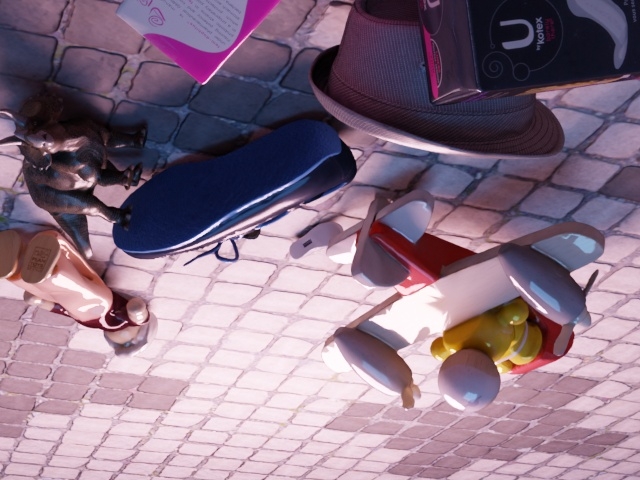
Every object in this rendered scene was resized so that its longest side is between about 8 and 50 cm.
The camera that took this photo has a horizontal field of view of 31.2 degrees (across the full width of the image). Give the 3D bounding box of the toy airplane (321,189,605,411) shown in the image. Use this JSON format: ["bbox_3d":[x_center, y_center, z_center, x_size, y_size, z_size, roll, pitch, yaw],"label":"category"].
[{"bbox_3d":[0.186,0.100,1.593,0.384,0.272,0.386,-2,151,2],"label":"toy airplane"}]

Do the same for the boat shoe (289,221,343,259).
[{"bbox_3d":[0.000,0.000,1.654,0.100,0.035,0.035,-32,167,36],"label":"boat shoe"}]

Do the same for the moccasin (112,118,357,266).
[{"bbox_3d":[-0.108,-0.039,1.468,0.342,0.138,0.117,-16,152,26],"label":"moccasin"}]

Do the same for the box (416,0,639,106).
[{"bbox_3d":[0.233,-0.222,1.032,0.270,0.165,0.143,-8,-176,-12],"label":"box"}]

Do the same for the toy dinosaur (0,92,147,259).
[{"bbox_3d":[-0.307,-0.087,1.421,0.160,0.121,0.313,14,154,-4],"label":"toy dinosaur"}]

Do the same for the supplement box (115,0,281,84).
[{"bbox_3d":[-0.078,-0.262,1.053,0.111,0.114,0.220,39,137,-13],"label":"supplement box"}]

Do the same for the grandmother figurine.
[{"bbox_3d":[-0.347,0.091,1.736,0.208,0.104,0.342,16,163,27],"label":"grandmother figurine"}]

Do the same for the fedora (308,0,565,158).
[{"bbox_3d":[0.130,-0.189,1.171,0.275,0.244,0.124,9,121,-2],"label":"fedora"}]
